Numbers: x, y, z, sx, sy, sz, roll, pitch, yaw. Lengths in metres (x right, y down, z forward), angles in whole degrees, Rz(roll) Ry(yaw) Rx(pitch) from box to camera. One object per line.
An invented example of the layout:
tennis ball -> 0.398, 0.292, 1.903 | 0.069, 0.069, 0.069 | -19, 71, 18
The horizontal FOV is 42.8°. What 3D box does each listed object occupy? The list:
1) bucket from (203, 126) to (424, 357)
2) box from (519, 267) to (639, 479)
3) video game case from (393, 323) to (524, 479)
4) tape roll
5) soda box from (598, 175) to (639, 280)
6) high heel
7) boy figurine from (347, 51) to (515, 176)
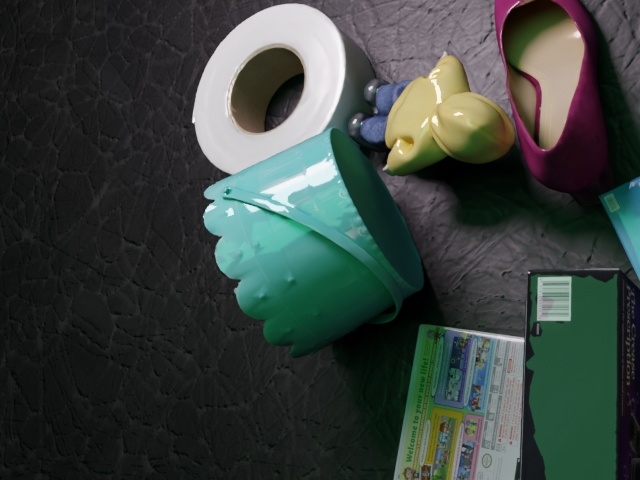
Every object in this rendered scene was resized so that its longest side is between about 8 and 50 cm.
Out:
bucket -> 0.000, 0.000, 1.069 | 0.183, 0.281, 0.281 | -29, 61, 17
box -> 0.290, 0.176, 0.871 | 0.103, 0.184, 0.261 | -2, 74, 30
video game case -> 0.196, 0.220, 1.018 | 0.193, 0.023, 0.213 | 5, 79, 34
tape roll -> -0.059, -0.217, 1.271 | 0.286, 0.100, 0.286 | -10, 71, 30
soda box -> 0.393, 0.032, 0.916 | 0.067, 0.071, 0.210 | -28, 62, 23
high heel -> 0.274, -0.231, 1.006 | 0.127, 0.181, 0.377 | -26, 63, 24
boy figurine -> 0.144, -0.163, 1.058 | 0.285, 0.092, 0.177 | 20, 85, 61
